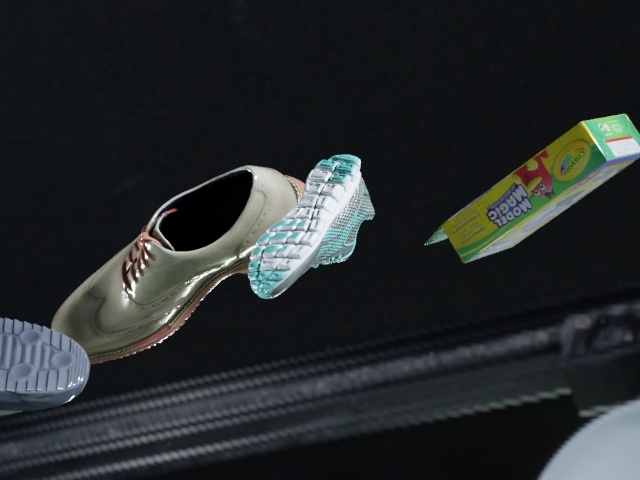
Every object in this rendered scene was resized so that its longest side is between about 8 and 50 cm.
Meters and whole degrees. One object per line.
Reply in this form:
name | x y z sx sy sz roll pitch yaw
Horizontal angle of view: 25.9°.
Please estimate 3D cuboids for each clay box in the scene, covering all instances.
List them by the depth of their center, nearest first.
clay box | 0.222 -0.046 1.443 0.222 0.127 0.053 -39 -103 31

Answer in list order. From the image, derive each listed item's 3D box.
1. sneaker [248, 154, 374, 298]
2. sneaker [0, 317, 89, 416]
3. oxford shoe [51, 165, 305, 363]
sneaker | 0.000 0.000 1.266 0.065 0.166 0.076 8 -40 44
sneaker | -0.403 0.161 1.515 0.319 0.112 0.131 3 -50 5
oxford shoe | -0.179 0.017 1.536 0.348 0.123 0.130 -35 -30 14
